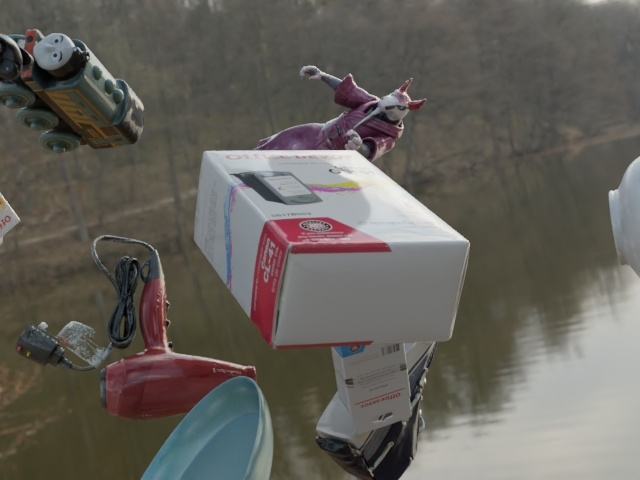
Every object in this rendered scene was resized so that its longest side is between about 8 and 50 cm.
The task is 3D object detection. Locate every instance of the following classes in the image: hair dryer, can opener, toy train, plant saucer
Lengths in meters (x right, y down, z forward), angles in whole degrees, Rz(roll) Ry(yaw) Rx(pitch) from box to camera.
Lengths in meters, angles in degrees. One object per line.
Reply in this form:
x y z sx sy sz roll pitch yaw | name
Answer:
-0.207 0.118 1.336 0.224 0.293 0.080 -53 -10 -28 | hair dryer
-0.482 -0.263 1.448 0.186 0.059 0.073 19 -7 0 | can opener
-0.454 -0.268 1.943 0.190 0.142 0.334 -5 -23 13 | toy train
-0.139 0.288 1.101 0.317 0.043 0.318 -49 18 22 | plant saucer

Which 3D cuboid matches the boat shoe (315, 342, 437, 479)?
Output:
0.127 0.260 1.825 0.127 0.158 0.340 7 50 46 | boat shoe

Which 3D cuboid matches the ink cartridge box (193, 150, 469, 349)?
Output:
0.000 0.000 1.264 0.226 0.131 0.306 -2 25 -24 | ink cartridge box

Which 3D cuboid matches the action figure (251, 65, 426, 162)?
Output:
0.046 -0.171 2.021 0.370 0.248 0.275 -25 -41 22 | action figure

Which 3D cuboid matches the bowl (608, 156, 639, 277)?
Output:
0.611 -0.031 1.986 0.134 0.298 0.298 -9 5 18 | bowl

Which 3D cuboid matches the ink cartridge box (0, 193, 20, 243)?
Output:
-0.419 -0.033 1.213 0.090 0.143 0.092 -11 30 45 | ink cartridge box

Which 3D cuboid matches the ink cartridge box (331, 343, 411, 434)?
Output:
0.078 0.202 1.680 0.104 0.180 0.060 -15 26 -15 | ink cartridge box
